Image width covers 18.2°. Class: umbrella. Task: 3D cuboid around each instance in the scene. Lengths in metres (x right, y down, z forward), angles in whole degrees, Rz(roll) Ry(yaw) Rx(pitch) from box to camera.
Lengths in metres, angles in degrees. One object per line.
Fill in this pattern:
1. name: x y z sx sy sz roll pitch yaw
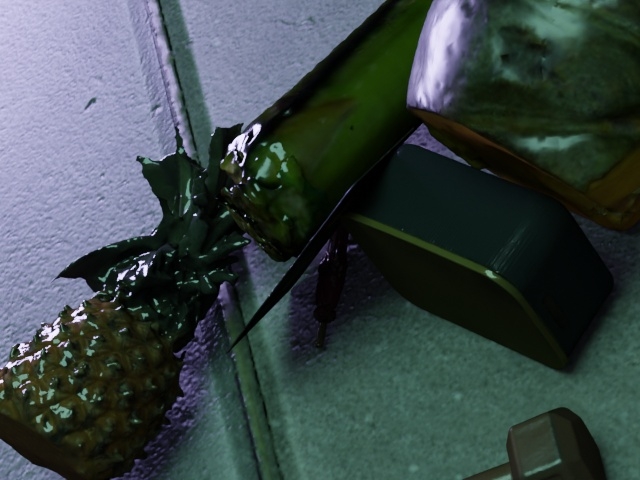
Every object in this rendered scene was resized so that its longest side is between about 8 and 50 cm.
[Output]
1. umbrella: 0.011 0.021 1.777 0.027 0.025 0.165 -36 36 51

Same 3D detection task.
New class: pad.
1. pad: 0.000 0.000 1.689 0.211 0.003 0.143 -53 -5 34

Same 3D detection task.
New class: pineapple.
1. pineapple: -0.155 0.049 1.802 0.165 0.165 0.364 10 58 39

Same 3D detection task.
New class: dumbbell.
1. dumbbell: 0.104 0.205 1.543 0.231 0.092 0.082 -24 20 18

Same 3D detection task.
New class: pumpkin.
1. pumpkin: 0.207 -0.148 1.594 0.256 0.303 0.225 33 88 16

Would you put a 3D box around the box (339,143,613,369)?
1. box: 0.129 0.008 1.622 0.201 0.144 0.090 24 72 44

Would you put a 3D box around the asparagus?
1. asparagus: 0.055 -0.141 1.768 0.382 0.108 0.128 -46 13 -19
